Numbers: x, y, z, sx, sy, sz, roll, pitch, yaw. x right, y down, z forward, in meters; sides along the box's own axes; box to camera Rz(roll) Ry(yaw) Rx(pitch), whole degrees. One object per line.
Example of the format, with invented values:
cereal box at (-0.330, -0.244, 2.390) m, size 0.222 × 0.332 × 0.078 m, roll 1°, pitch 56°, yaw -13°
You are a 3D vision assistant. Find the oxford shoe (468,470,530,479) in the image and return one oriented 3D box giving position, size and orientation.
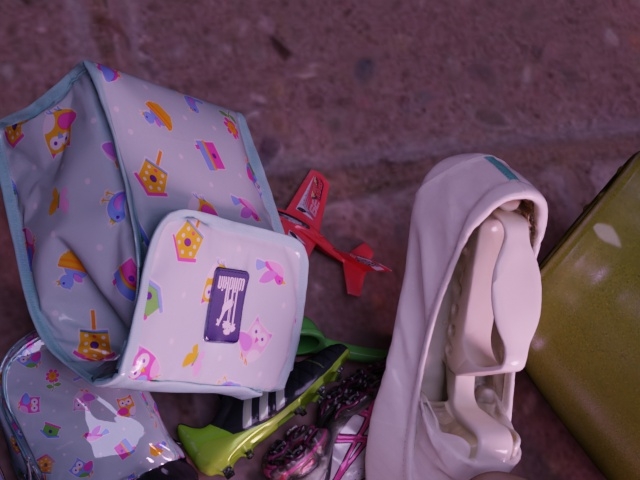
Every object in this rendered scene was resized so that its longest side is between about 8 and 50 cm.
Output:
oxford shoe at (0.212, 0.281, 1.088) m, size 0.348 × 0.123 × 0.130 m, roll 46°, pitch 26°, yaw -39°

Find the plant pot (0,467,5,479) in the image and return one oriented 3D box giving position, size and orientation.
plant pot at (-0.371, 0.171, 0.882) m, size 0.212 × 0.236 × 0.236 m, roll -23°, pitch 82°, yaw -32°

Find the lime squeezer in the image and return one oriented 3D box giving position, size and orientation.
lime squeezer at (-0.041, 0.066, 1.150) m, size 0.310 × 0.059 × 0.110 m, roll 35°, pitch 32°, yaw -7°

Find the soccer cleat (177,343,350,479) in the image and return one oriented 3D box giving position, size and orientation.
soccer cleat at (-0.051, 0.142, 1.101) m, size 0.179 × 0.060 × 0.072 m, roll -37°, pitch 74°, yaw -17°

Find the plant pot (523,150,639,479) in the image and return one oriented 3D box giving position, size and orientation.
plant pot at (0.367, 0.109, 1.147) m, size 0.353 × 0.366 × 0.366 m, roll 39°, pitch 63°, yaw 7°

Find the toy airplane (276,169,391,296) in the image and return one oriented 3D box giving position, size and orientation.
toy airplane at (0.000, 0.000, 1.187) m, size 0.151 × 0.028 × 0.151 m, roll 15°, pitch 52°, yaw -20°

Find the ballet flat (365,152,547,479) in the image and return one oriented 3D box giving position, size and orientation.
ballet flat at (0.126, 0.124, 1.059) m, size 0.139 × 0.139 × 0.400 m, roll 4°, pitch 98°, yaw -20°

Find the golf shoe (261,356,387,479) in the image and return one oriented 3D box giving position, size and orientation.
golf shoe at (0.032, 0.184, 1.129) m, size 0.186 × 0.067 × 0.086 m, roll -40°, pitch 109°, yaw -20°

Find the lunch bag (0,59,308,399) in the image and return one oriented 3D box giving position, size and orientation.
lunch bag at (-0.131, 0.007, 1.000) m, size 0.223 × 0.160 × 0.262 m, roll 14°, pitch 50°, yaw -56°

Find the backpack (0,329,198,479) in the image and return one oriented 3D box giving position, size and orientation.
backpack at (-0.198, 0.157, 1.015) m, size 0.152 × 0.115 × 0.182 m, roll -25°, pitch 80°, yaw -23°
